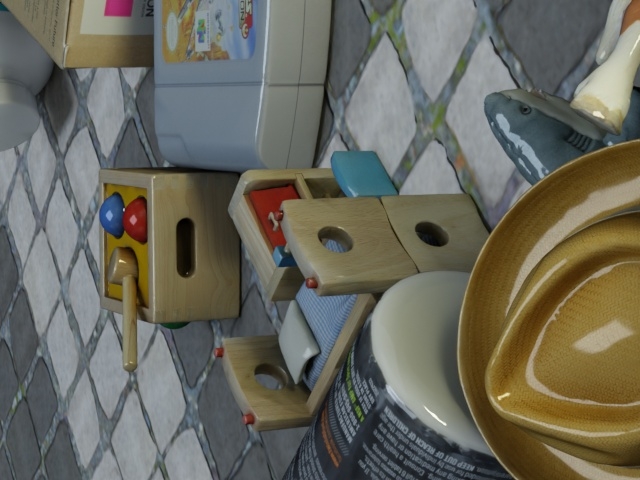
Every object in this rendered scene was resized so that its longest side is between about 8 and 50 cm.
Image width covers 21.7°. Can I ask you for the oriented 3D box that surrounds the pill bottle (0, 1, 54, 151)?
[{"bbox_3d":[-0.334,-0.217,1.575,0.146,0.146,0.264,-48,51,52],"label":"pill bottle"}]

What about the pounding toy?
[{"bbox_3d":[-0.125,0.018,1.259,0.130,0.100,0.141,9,100,61],"label":"pounding toy"}]

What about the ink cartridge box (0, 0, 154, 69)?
[{"bbox_3d":[-0.192,-0.281,1.370,0.193,0.088,0.235,45,130,49],"label":"ink cartridge box"}]

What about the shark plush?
[{"bbox_3d":[0.129,-0.002,0.828,0.073,0.067,0.161,-33,63,57],"label":"shark plush"}]

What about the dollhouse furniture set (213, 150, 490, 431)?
[{"bbox_3d":[0.000,0.000,1.000,0.184,0.129,0.129,63,143,37],"label":"dollhouse furniture set"}]

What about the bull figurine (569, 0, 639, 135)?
[{"bbox_3d":[0.193,-0.096,0.591,0.188,0.101,0.310,-55,10,3],"label":"bull figurine"}]

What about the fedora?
[{"bbox_3d":[0.135,0.045,0.741,0.194,0.079,0.194,1,91,32],"label":"fedora"}]

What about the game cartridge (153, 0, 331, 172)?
[{"bbox_3d":[-0.059,-0.197,1.174,0.198,0.062,0.297,-171,80,-65],"label":"game cartridge"}]

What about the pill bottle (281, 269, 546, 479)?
[{"bbox_3d":[0.046,0.142,0.928,0.130,0.130,0.246,64,144,36],"label":"pill bottle"}]
